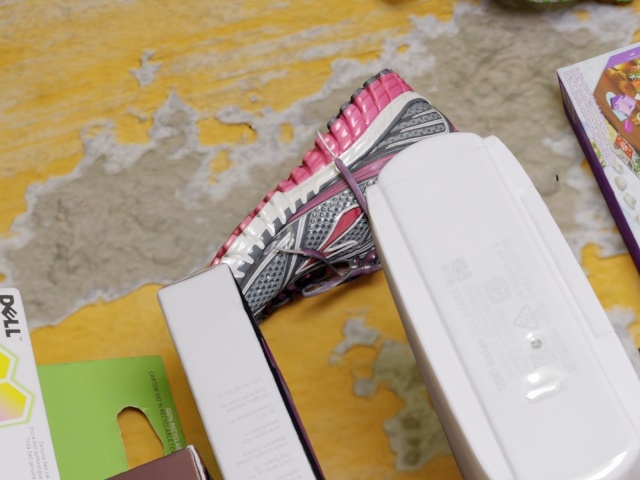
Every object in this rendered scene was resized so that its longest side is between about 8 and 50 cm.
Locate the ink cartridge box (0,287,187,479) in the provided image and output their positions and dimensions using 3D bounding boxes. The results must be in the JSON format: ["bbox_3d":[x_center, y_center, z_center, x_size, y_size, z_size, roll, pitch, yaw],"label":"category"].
[{"bbox_3d":[-0.213,0.131,1.141,0.255,0.097,0.188,-2,46,-22],"label":"ink cartridge box"}]

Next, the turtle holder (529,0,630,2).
[{"bbox_3d":[0.151,-0.354,1.373,0.227,0.243,0.320,-27,41,-26],"label":"turtle holder"}]

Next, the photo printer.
[{"bbox_3d":[0.133,0.114,0.985,0.107,0.307,0.256,-23,55,0],"label":"photo printer"}]

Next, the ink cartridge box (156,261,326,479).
[{"bbox_3d":[-0.013,0.204,1.045,0.069,0.175,0.371,-22,52,-1],"label":"ink cartridge box"}]

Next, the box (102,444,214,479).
[{"bbox_3d":[-0.133,0.273,1.034,0.203,0.168,0.167,-22,52,0],"label":"box"}]

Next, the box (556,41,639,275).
[{"bbox_3d":[0.326,-0.049,1.208,0.201,0.057,0.293,-19,52,3],"label":"box"}]

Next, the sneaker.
[{"bbox_3d":[0.000,0.000,1.237,0.112,0.121,0.299,41,79,3],"label":"sneaker"}]
